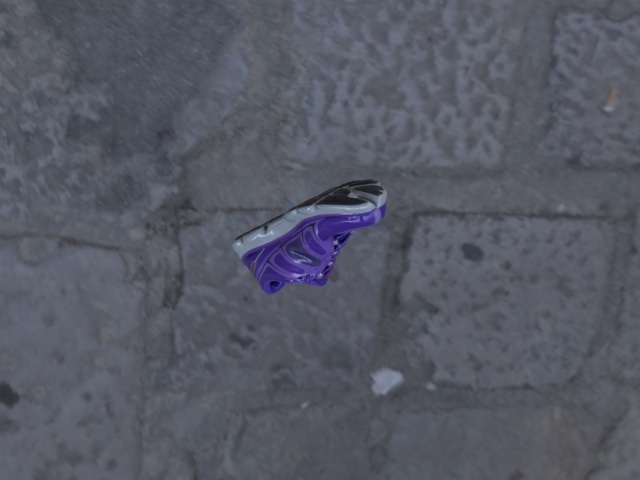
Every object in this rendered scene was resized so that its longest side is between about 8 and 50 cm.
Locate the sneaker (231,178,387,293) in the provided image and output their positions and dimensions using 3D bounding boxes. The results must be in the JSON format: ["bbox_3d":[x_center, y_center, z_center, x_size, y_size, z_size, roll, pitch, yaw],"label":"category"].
[{"bbox_3d":[0.000,0.000,0.918,0.068,0.170,0.071,-29,92,-41],"label":"sneaker"}]
